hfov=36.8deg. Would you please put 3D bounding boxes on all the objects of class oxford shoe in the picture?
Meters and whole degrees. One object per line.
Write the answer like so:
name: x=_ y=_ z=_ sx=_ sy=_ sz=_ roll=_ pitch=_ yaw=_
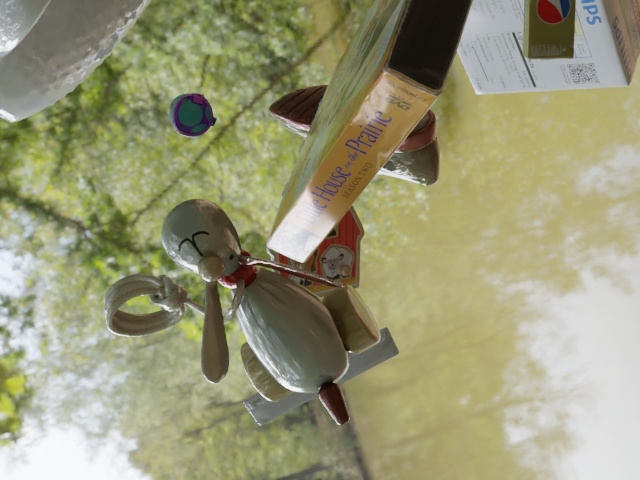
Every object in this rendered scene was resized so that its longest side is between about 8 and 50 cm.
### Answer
oxford shoe: x=0.049 y=-0.166 z=1.581 sx=0.348 sy=0.123 sz=0.130 roll=24 pitch=144 yaw=43

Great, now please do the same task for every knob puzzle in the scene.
knob puzzle: x=0.000 y=0.000 z=1.539 sx=0.030 sy=0.213 sz=0.213 roll=16 pitch=128 yaw=51

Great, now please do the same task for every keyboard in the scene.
keyboard: x=0.003 y=0.218 z=1.530 sx=0.014 sy=0.256 sz=0.072 roll=62 pitch=179 yaw=41

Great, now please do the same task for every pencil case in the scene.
pencil case: x=-0.202 y=-0.198 z=1.500 sx=0.064 sy=0.070 sz=0.152 roll=30 pitch=-178 yaw=-15

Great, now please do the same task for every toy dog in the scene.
toy dog: x=-0.052 y=0.101 z=1.050 sx=0.334 sy=0.220 sz=0.161 roll=21 pitch=-150 yaw=-40

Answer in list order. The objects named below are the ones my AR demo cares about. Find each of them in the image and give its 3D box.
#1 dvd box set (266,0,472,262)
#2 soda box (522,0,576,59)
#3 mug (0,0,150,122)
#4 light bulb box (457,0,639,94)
dvd box set: x=0.063 y=-0.185 z=1.078 sx=0.420 sy=0.062 sz=0.307 roll=129 pitch=163 yaw=-62
soda box: x=0.283 y=-0.316 z=1.185 sx=0.061 sy=0.058 sz=0.181 roll=-71 pitch=-19 yaw=-73
mug: x=-0.358 y=-0.326 z=1.196 sx=0.276 sy=0.328 sz=0.374 roll=36 pitch=174 yaw=-23
light bulb box: x=0.470 y=-0.517 z=2.053 sx=0.358 sy=0.361 sz=0.225 roll=56 pitch=-131 yaw=-40
